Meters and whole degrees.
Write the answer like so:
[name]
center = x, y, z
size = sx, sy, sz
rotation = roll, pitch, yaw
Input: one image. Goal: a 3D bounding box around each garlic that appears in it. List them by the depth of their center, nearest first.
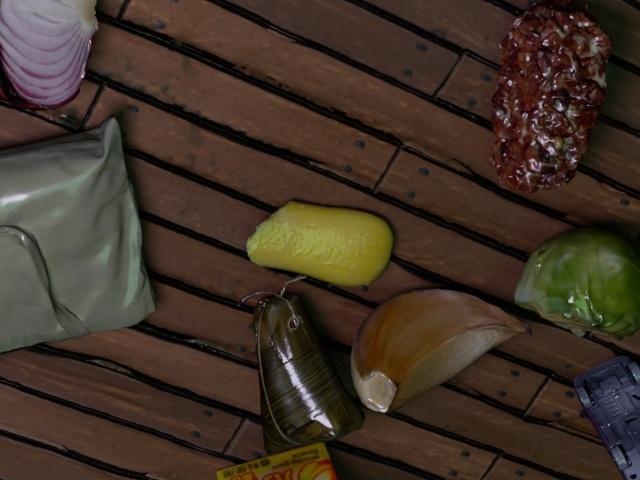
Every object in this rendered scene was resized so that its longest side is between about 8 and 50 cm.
[garlic]
center = 0.116, 0.113, 1.802
size = 0.207, 0.128, 0.115
rotation = -25, 78, -16

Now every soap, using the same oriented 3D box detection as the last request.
[soap]
center = 0.000, 0.000, 1.749
size = 0.169, 0.033, 0.089
rotation = 15, 100, -20

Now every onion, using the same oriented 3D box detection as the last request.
[onion]
center = -0.299, -0.226, 1.513
size = 0.151, 0.098, 0.205
rotation = -14, 117, -35

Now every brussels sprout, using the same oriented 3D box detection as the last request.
[brussels sprout]
center = 0.305, 0.043, 1.798
size = 0.149, 0.151, 0.122
rotation = 21, 83, 4

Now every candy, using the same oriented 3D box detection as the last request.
[candy]
center = -0.027, 0.354, 1.801
size = 0.146, 0.276, 0.088
rotation = -14, 122, -4

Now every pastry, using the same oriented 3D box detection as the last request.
[pastry]
center = 0.243, -0.149, 1.687
size = 0.097, 0.115, 0.208
rotation = -7, 119, -24

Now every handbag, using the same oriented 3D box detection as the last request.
[handbag]
center = -0.335, 0.020, 1.640
size = 0.316, 0.109, 0.253
rotation = -17, 125, -10

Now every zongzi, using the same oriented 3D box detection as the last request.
[zongzi]
center = -0.051, 0.151, 1.817
size = 0.084, 0.184, 0.187
rotation = -23, 89, -35

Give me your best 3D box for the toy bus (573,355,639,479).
[toy bus]
center = 0.371, 0.229, 1.887
size = 0.087, 0.178, 0.098
rotation = -26, 133, 2
